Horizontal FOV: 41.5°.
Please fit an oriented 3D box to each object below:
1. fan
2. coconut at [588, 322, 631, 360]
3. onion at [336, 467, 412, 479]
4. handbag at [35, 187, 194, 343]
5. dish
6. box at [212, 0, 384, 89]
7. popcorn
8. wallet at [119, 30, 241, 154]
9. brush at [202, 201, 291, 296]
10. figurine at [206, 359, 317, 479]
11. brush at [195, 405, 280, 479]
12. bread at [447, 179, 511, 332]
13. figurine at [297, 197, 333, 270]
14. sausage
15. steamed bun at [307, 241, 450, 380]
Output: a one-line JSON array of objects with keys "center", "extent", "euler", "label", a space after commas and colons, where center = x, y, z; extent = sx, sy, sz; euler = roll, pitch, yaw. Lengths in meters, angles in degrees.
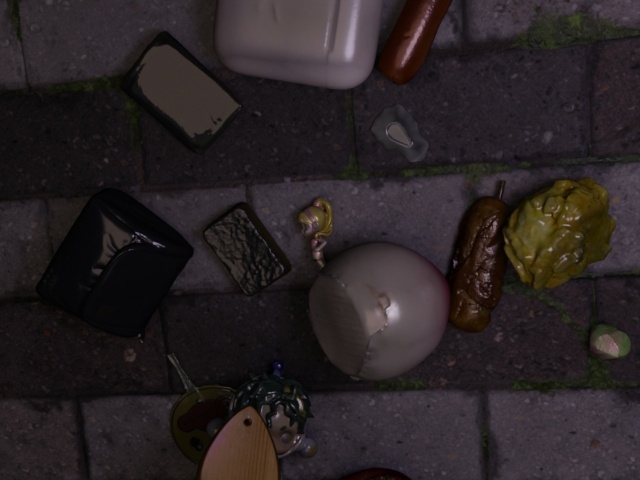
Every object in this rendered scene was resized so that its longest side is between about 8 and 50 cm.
[{"center": [-0.278, 0.415, 2.050], "extent": [0.229, 0.011, 0.335], "euler": [-27, 98, 14], "label": "fan"}, {"center": [0.616, 0.218, 1.818], "extent": [0.083, 0.081, 0.082], "euler": [-17, 88, -22], "label": "coconut"}, {"center": [0.128, 0.599, 1.907], "extent": [0.248, 0.248, 0.161], "euler": [6, 89, 9], "label": "onion"}, {"center": [-0.465, 0.074, 1.924], "extent": [0.275, 0.178, 0.302], "euler": [37, 105, 1], "label": "handbag"}, {"center": [0.174, -0.225, 1.820], "extent": [0.137, 0.039, 0.091], "euler": [45, 105, 0], "label": "dish"}, {"center": [-0.047, -0.473, 1.755], "extent": [0.349, 0.141, 0.289], "euler": [10, 102, 8], "label": "box"}, {"center": [0.481, -0.011, 1.737], "extent": [0.192, 0.233, 0.266], "euler": [43, 146, 31], "label": "popcorn"}, {"center": [-0.309, -0.324, 1.882], "extent": [0.245, 0.052, 0.168], "euler": [43, 105, -6], "label": "wallet"}, {"center": [-0.169, 0.023, 1.922], "extent": [0.123, 0.059, 0.197], "euler": [-35, 94, 16], "label": "brush"}, {"center": [-0.144, 0.472, 1.937], "extent": [0.261, 0.186, 0.382], "euler": [13, 100, -34], "label": "figurine"}, {"center": [-0.171, 0.492, 1.775], "extent": [0.174, 0.267, 0.166], "euler": [12, 143, -4], "label": "brush"}, {"center": [0.347, 0.037, 1.822], "extent": [0.124, 0.084, 0.344], "euler": [13, 103, 7], "label": "bread"}, {"center": [0.000, 0.000, 1.886], "extent": [0.083, 0.083, 0.187], "euler": [-12, 93, 12], "label": "figurine"}, {"center": [0.208, -0.463, 1.741], "extent": [0.089, 0.083, 0.300], "euler": [27, 104, 16], "label": "sausage"}, {"center": [0.149, 0.138, 1.796], "extent": [0.309, 0.309, 0.309], "euler": [2, 102, 10], "label": "steamed bun"}]
